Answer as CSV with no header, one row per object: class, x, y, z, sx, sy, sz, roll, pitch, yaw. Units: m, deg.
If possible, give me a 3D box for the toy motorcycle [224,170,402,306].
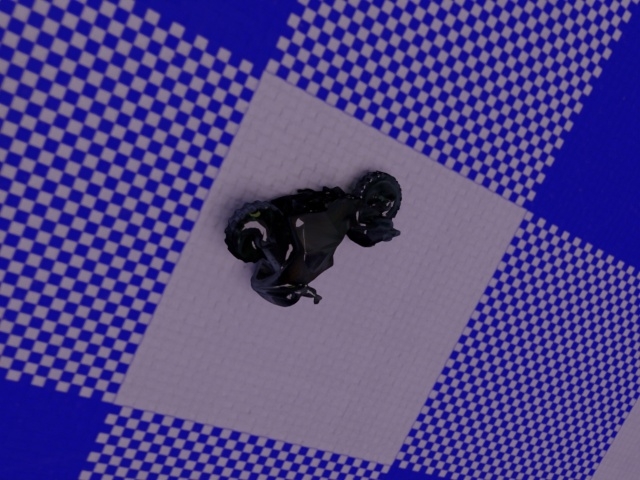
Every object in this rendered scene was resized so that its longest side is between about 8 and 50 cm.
toy motorcycle,0.000,0.000,0.834,0.270,0.106,0.159,-15,117,-29
